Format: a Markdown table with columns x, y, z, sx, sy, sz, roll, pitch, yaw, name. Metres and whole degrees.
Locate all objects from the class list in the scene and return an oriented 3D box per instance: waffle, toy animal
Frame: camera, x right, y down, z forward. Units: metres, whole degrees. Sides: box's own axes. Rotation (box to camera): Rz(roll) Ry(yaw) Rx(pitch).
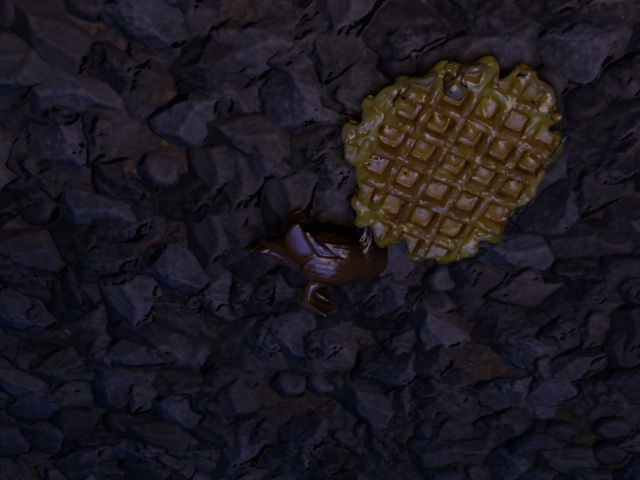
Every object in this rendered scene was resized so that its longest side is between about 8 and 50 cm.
| x | y | z | sx | sy | sz | roll | pitch | yaw | name |
| --- | --- | --- | --- | --- | --- | --- | --- | --- | --- |
| 0.161 | -0.094 | 1.269 | 0.280 | 0.060 | 0.262 | -15 | 121 | 12 | waffle |
| 0.000 | 0.000 | 1.359 | 0.188 | 0.089 | 0.179 | 15 | 112 | -8 | toy animal |
